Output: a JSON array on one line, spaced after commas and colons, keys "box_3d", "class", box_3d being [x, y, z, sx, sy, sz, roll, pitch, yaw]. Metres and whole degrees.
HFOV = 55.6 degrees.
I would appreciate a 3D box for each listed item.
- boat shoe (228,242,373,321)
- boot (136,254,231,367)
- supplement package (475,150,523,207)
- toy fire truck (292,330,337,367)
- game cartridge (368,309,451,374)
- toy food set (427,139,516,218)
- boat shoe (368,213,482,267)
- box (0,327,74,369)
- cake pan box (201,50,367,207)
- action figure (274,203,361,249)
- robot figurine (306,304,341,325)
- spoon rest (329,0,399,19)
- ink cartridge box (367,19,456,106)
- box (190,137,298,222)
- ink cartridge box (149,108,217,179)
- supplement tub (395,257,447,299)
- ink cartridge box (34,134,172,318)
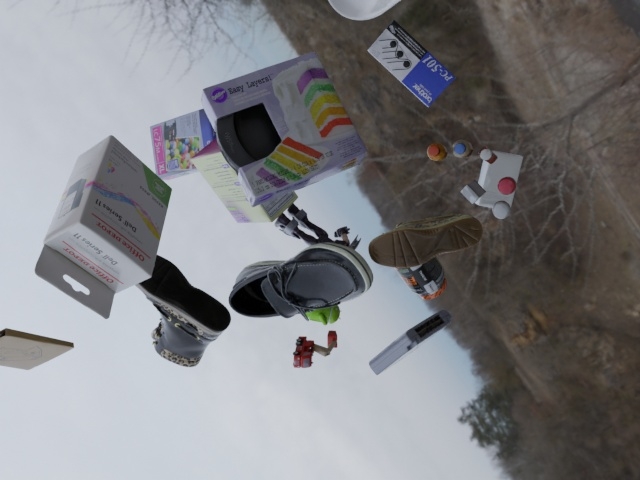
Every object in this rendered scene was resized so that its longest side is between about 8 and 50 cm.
[{"box_3d": [-0.067, 0.127, 1.634, 0.156, 0.500, 0.187, -48, -64, -40], "class": "boat shoe"}, {"box_3d": [-0.477, 0.222, 1.887, 0.377, 0.284, 0.138, 33, -137, 0], "class": "boot"}, {"box_3d": [0.572, -0.195, 1.958, 0.105, 0.105, 0.179, -60, -19, -79], "class": "supplement package"}, {"box_3d": [-0.015, 0.356, 1.986, 0.192, 0.135, 0.047, -76, -13, -71], "class": "toy fire truck"}, {"box_3d": [0.270, 0.310, 1.840, 0.060, 0.196, 0.294, 50, -149, 17], "class": "game cartridge"}, {"box_3d": [0.346, -0.149, 1.342, 0.232, 0.111, 0.104, 49, -162, 8], "class": "toy food set"}, {"box_3d": [0.260, -0.003, 1.533, 0.089, 0.285, 0.105, -91, -10, -70], "class": "boat shoe"}, {"box_3d": [-0.736, 0.267, 1.473, 0.201, 0.164, 0.021, 36, -146, -57], "class": "box"}, {"box_3d": [-0.077, -0.223, 1.205, 0.246, 0.267, 0.070, 64, 162, 10], "class": "cake pan box"}, {"box_3d": [0.000, 0.000, 1.868, 0.285, 0.185, 0.099, 38, 151, 13], "class": "action figure"}, {"box_3d": [0.006, 0.213, 1.817, 0.101, 0.115, 0.067, -80, 2, -59], "class": "robot figurine"}, {"box_3d": [0.137, -0.536, 1.250, 0.137, 0.276, 0.084, 50, -139, -42], "class": "spoon rest"}, {"box_3d": [0.224, -0.435, 1.495, 0.207, 0.097, 0.046, 43, -165, -3], "class": "ink cartridge box"}, {"box_3d": [-0.218, -0.178, 1.732, 0.213, 0.117, 0.243, 0, 130, 56], "class": "box"}, {"box_3d": [-0.416, -0.317, 1.975, 0.065, 0.311, 0.186, -2, -97, -63], "class": "ink cartridge box"}, {"box_3d": [0.275, 0.072, 1.720, 0.190, 0.117, 0.117, 52, -168, -26], "class": "supplement tub"}, {"box_3d": [-0.457, -0.032, 1.320, 0.207, 0.119, 0.353, 46, -149, -39], "class": "ink cartridge box"}]
